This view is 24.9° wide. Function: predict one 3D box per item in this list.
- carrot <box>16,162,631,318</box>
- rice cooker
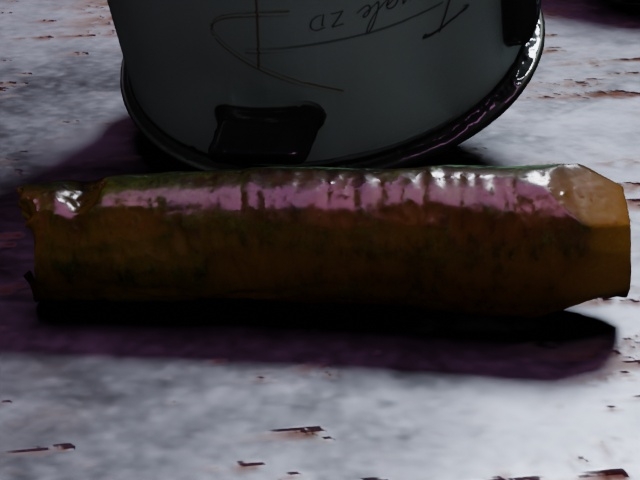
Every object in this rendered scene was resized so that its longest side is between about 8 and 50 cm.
[{"bbox_3d":[0.000,0.000,0.616,0.260,0.070,0.070,0,23,2],"label":"carrot"},{"bbox_3d":[-0.004,-0.155,0.773,0.241,0.227,0.281,2,44,13],"label":"rice cooker"}]
